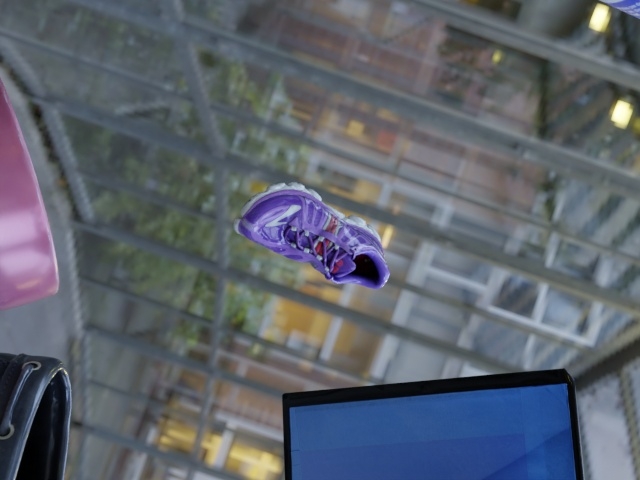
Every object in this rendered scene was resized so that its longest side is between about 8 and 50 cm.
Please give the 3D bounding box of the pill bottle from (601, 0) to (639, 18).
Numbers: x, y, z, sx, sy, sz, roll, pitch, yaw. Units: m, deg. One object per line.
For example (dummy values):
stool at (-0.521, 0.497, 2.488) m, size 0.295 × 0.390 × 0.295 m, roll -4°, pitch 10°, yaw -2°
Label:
pill bottle at (0.303, -0.252, 1.167) m, size 0.152 × 0.272 × 0.152 m, roll -50°, pitch -150°, yaw 42°

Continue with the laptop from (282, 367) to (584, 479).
laptop at (0.070, 0.218, 0.996) m, size 0.264 × 0.234 × 0.136 m, roll -63°, pitch 144°, yaw -66°

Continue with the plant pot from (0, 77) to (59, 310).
plant pot at (-0.317, -0.027, 1.081) m, size 0.201 × 0.180 × 0.201 m, roll 161°, pitch -90°, yaw -74°

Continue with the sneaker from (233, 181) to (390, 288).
sneaker at (0.000, 0.000, 1.285) m, size 0.068 × 0.170 × 0.071 m, roll -56°, pitch -143°, yaw 22°

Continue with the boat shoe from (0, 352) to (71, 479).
boat shoe at (-0.239, 0.290, 1.009) m, size 0.186 × 0.156 × 0.500 m, roll 89°, pitch -6°, yaw -56°
